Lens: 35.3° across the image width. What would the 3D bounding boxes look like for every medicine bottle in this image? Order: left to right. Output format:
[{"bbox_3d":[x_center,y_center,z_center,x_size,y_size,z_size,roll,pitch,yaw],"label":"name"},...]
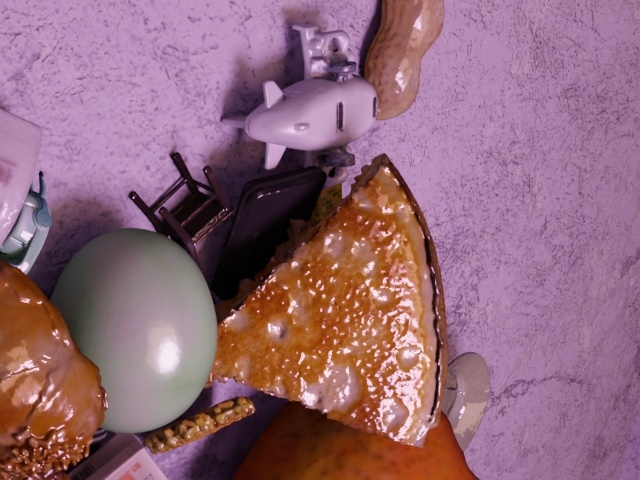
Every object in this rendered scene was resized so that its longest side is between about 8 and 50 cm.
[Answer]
[{"bbox_3d":[0.000,0.000,1.667,0.095,0.064,0.260,-28,127,-38],"label":"medicine bottle"}]

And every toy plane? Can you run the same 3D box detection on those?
[{"bbox_3d":[-0.014,-0.191,1.510,0.267,0.123,0.266,-20,118,-44],"label":"toy plane"}]

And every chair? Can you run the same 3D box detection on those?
[{"bbox_3d":[-0.175,-0.012,1.440,0.101,0.084,0.212,-46,137,-21],"label":"chair"}]

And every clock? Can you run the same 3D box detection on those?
[{"bbox_3d":[-0.364,-0.020,1.196,0.041,0.101,0.135,34,76,-43],"label":"clock"}]

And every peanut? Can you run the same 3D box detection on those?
[{"bbox_3d":[0.136,-0.322,1.647,0.117,0.101,0.263,14,97,-32],"label":"peanut"}]

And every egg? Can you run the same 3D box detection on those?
[{"bbox_3d":[-0.245,0.117,1.301,0.220,0.220,0.269,-20,120,-44],"label":"egg"}]

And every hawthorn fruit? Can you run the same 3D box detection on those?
[{"bbox_3d":[0.035,0.468,1.668,0.472,0.472,0.471,-25,125,-42],"label":"hawthorn fruit"}]

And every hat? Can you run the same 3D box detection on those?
[{"bbox_3d":[0.222,0.324,2.036,0.257,0.130,0.257,-26,127,-41],"label":"hat"}]

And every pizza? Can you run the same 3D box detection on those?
[{"bbox_3d":[-0.016,0.110,1.481,0.406,0.130,0.439,-9,98,-5],"label":"pizza"}]

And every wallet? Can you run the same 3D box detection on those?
[{"bbox_3d":[-0.081,-0.002,1.512,0.149,0.044,0.250,-14,143,-36],"label":"wallet"}]

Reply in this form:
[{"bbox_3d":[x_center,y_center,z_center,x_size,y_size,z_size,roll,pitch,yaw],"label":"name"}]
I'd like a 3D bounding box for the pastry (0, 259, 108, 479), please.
[{"bbox_3d":[-0.391,0.157,1.124,0.310,0.255,0.161,58,29,-30],"label":"pastry"}]

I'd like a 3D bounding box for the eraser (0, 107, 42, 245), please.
[{"bbox_3d":[-0.443,-0.093,1.070,0.270,0.095,0.174,27,83,-53],"label":"eraser"}]

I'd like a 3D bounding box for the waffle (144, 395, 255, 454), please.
[{"bbox_3d":[-0.180,0.278,1.523,0.191,0.191,0.038,-17,79,-45],"label":"waffle"}]

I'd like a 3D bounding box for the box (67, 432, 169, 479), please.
[{"bbox_3d":[-0.318,0.383,1.446,0.201,0.058,0.141,-39,135,-18],"label":"box"}]

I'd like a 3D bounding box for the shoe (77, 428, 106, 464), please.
[{"bbox_3d":[-0.327,0.243,1.403,0.071,0.049,0.179,-17,120,-44],"label":"shoe"}]

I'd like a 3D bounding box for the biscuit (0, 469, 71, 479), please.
[{"bbox_3d":[-0.437,0.392,1.272,0.296,0.075,0.295,-10,109,-32],"label":"biscuit"}]
